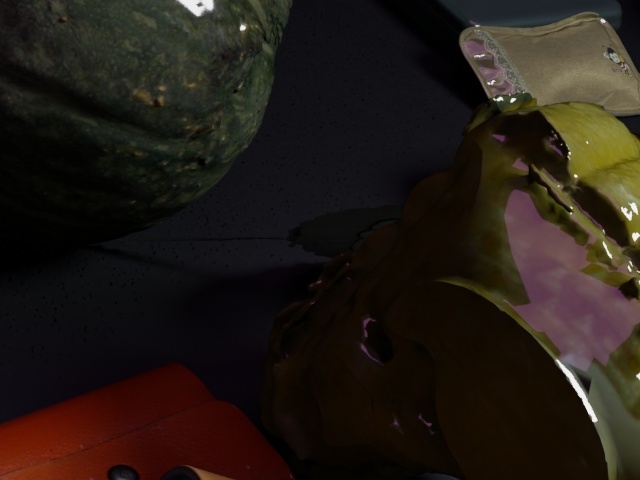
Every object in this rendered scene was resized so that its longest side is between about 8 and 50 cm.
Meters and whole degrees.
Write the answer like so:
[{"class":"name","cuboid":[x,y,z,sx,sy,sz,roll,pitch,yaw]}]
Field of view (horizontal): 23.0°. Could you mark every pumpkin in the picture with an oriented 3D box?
[{"class":"pumpkin","cuboid":[-0.158,-0.154,1.110,0.257,0.291,0.327,24,42,-17]}]

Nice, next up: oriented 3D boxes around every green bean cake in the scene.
[{"class":"green bean cake","cuboid":[0.127,0.098,0.930,0.310,0.285,0.202,50,25,19]}]

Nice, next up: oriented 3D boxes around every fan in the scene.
[{"class":"fan","cuboid":[0.000,0.001,1.132,0.329,0.191,0.009,-1,78,-1]}]

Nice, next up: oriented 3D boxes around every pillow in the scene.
[{"class":"pillow","cuboid":[0.233,-0.161,1.522,0.217,0.033,0.130,-11,64,-37]}]

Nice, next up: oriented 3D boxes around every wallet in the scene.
[{"class":"wallet","cuboid":[-0.126,0.145,0.922,0.204,0.045,0.142,-17,48,-41]}]

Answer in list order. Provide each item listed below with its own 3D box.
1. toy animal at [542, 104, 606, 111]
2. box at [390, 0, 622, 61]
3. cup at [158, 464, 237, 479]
[{"class":"toy animal","cuboid":[0.243,0.016,1.233,0.168,0.106,0.343,-2,43,-29]},{"class":"box","cuboid":[0.186,-0.251,1.620,0.230,0.050,0.160,-12,45,-37]},{"class":"cup","cuboid":[0.007,0.211,0.804,0.264,0.182,0.226,14,22,-20]}]
